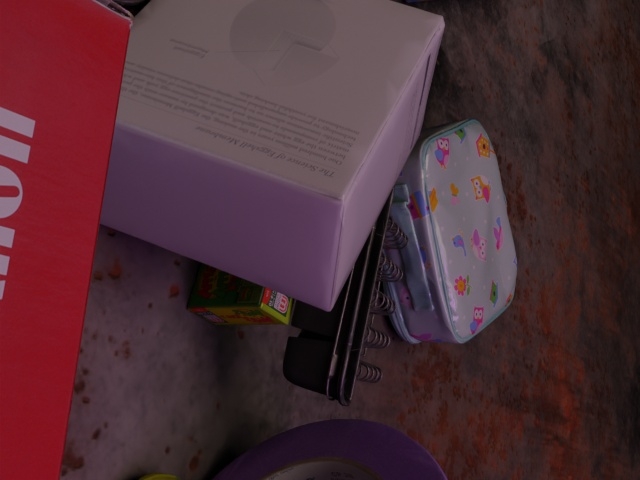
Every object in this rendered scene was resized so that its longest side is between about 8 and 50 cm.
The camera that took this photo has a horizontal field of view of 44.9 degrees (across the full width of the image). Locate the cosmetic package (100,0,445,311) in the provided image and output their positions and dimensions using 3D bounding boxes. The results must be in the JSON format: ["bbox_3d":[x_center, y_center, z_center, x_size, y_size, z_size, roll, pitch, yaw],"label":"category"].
[{"bbox_3d":[-0.048,-0.097,0.627,0.138,0.224,0.225,96,19,-50],"label":"cosmetic package"}]

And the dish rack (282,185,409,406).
[{"bbox_3d":[0.040,0.060,0.802,0.271,0.074,0.208,38,65,-71],"label":"dish rack"}]

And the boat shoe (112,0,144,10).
[{"bbox_3d":[-0.220,-0.228,0.561,0.223,0.073,0.080,21,69,-51],"label":"boat shoe"}]

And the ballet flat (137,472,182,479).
[{"bbox_3d":[-0.156,0.284,0.583,0.077,0.077,0.231,54,47,-35],"label":"ballet flat"}]

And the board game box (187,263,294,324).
[{"bbox_3d":[-0.056,-0.011,0.738,0.043,0.092,0.181,38,57,-44],"label":"board game box"}]

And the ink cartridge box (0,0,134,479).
[{"bbox_3d":[-0.204,0.013,0.389,0.130,0.272,0.309,21,70,-50],"label":"ink cartridge box"}]

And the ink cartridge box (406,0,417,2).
[{"bbox_3d":[0.254,-0.512,1.163,0.395,0.151,0.270,-25,107,-50],"label":"ink cartridge box"}]

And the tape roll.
[{"bbox_3d":[-0.005,0.279,0.621,0.275,0.275,0.090,-57,131,-39],"label":"tape roll"}]

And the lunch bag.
[{"bbox_3d":[0.154,-0.016,1.009,0.224,0.108,0.279,-27,107,-49],"label":"lunch bag"}]
